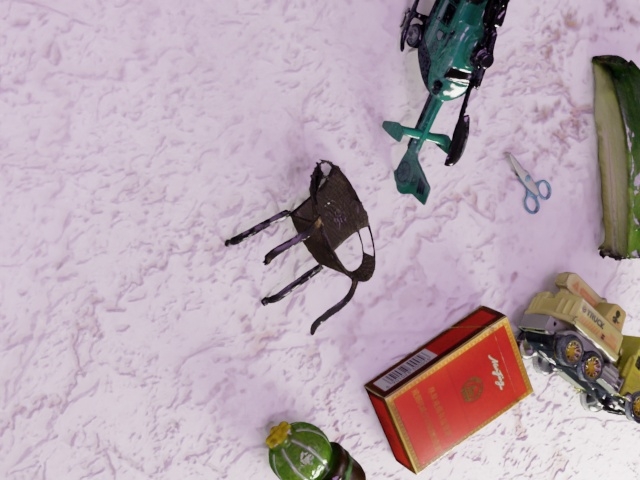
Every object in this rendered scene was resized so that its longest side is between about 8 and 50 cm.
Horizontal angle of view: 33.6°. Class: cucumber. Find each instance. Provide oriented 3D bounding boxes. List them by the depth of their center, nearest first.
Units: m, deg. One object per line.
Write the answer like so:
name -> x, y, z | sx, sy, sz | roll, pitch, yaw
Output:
cucumber -> 0.503, -0.137, 1.684 | 0.145, 0.105, 0.325 | -17, 106, -24

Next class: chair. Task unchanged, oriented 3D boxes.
chair -> 0.000, 0.000, 1.416 | 0.213, 0.149, 0.174 | -41, 116, -19

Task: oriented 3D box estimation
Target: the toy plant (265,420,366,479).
toy plant -> -0.012, 0.318, 1.511 | 0.162, 0.093, 0.092 | 43, 80, -26

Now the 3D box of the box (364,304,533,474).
box -> 0.199, 0.226, 1.619 | 0.240, 0.074, 0.153 | -31, 111, -18

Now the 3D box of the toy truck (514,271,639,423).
toy truck -> 0.441, 0.171, 1.710 | 0.272, 0.124, 0.157 | 38, 72, -27

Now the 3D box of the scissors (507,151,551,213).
scissors -> 0.318, -0.094, 1.639 | 0.058, 0.014, 0.119 | -49, 123, -11

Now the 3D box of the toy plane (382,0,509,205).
toy plane -> 0.177, -0.239, 1.453 | 0.106, 0.155, 0.381 | 12, 113, -31
